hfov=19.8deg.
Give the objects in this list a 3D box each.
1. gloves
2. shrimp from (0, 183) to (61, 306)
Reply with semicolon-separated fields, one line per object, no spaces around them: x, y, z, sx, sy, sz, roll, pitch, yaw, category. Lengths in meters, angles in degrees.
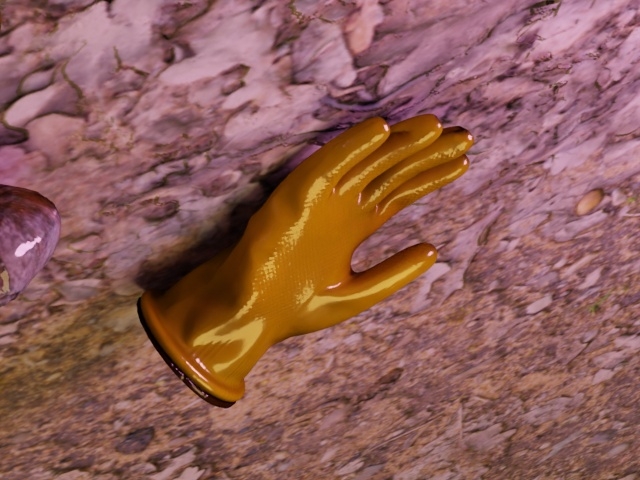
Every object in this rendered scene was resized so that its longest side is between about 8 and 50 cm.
-0.001;0.000;1.466;0.294;0.116;0.133;-39;158;12;gloves
-0.324;0.060;1.211;0.343;0.145;0.116;-30;128;-16;shrimp
